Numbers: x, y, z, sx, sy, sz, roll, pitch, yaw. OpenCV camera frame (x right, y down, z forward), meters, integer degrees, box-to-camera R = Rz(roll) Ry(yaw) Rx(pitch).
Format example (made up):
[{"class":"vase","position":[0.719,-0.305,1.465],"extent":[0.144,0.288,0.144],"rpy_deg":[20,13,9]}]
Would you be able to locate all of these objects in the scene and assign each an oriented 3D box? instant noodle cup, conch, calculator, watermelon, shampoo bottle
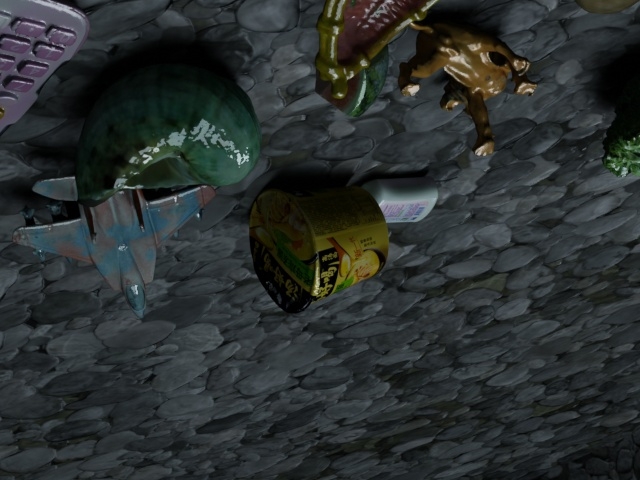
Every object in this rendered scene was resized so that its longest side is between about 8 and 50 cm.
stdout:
[{"class":"instant noodle cup","position":[0.000,0.000,1.922],"extent":[0.122,0.151,0.151],"rpy_deg":[-16,159,-34]},{"class":"conch","position":[-0.146,-0.104,1.599],"extent":[0.188,0.122,0.176],"rpy_deg":[-3,147,-27]},{"class":"calculator","position":[-0.341,-0.150,1.473],"extent":[0.194,0.043,0.294],"rpy_deg":[11,140,-46]},{"class":"watermelon","position":[0.037,-0.177,1.666],"extent":[0.084,0.072,0.092],"rpy_deg":[-47,-177,30]},{"class":"shampoo bottle","position":[0.086,-0.049,1.980],"extent":[0.099,0.043,0.072],"rpy_deg":[-3,152,-28]}]

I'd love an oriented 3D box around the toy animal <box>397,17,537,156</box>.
[{"class":"toy animal","position":[0.135,-0.193,1.661],"extent":[0.114,0.116,0.255],"rpy_deg":[-40,143,13]}]

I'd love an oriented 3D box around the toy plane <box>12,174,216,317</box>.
[{"class":"toy plane","position":[-0.222,0.000,1.800],"extent":[0.223,0.104,0.326],"rpy_deg":[-14,158,-6]}]

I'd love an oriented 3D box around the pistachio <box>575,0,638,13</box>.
[{"class":"pistachio","position":[0.280,-0.279,1.546],"extent":[0.108,0.126,0.185],"rpy_deg":[26,159,7]}]

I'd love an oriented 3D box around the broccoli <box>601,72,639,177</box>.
[{"class":"broccoli","position":[0.457,-0.124,1.868],"extent":[0.261,0.241,0.269],"rpy_deg":[-23,-165,-41]}]

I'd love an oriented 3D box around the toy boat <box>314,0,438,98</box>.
[{"class":"toy boat","position":[0.095,-0.258,1.465],"extent":[0.141,0.099,0.318],"rpy_deg":[6,144,-39]}]
